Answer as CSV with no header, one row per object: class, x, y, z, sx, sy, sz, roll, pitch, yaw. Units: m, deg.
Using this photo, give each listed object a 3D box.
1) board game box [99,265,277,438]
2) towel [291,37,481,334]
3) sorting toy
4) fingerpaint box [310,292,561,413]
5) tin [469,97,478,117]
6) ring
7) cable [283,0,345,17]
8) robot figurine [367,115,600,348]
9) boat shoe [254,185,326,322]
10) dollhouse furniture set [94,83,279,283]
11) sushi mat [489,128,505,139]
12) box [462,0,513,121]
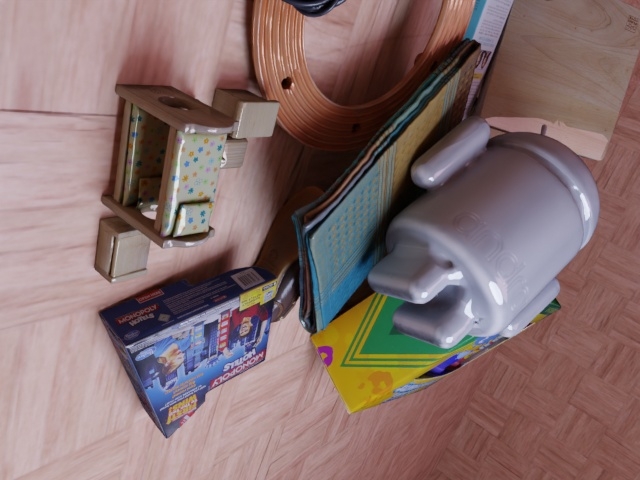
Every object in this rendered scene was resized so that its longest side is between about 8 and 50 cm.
board game box,-0.153,0.135,0.664,0.194,0.060,0.194,-22,138,-39
towel,0.089,-0.065,0.741,0.370,0.040,0.271,-49,158,-26
sorting toy,0.392,-0.293,0.953,0.257,0.089,0.256,13,97,-18
fingerpaint box,0.253,0.162,1.098,0.371,0.163,0.445,-36,158,17
tin,0.231,-0.176,1.019,0.106,0.040,0.190,11,108,-56
ring,0.060,-0.257,0.620,0.336,0.032,0.337,-29,141,-27
cable,-0.011,-0.281,0.457,0.150,0.047,0.185,-12,121,-26
robot figurine,0.231,-0.012,0.753,0.353,0.199,0.300,-40,114,-20
boat shoe,-0.038,0.023,0.741,0.073,0.073,0.207,14,115,-48
dollhouse furniture set,-0.107,-0.042,0.534,0.161,0.101,0.182,-18,132,-51
sushi mat,0.397,-0.245,1.235,0.151,0.019,0.317,5,113,-58
box,0.217,-0.282,0.863,0.100,0.060,0.244,-17,131,-51
